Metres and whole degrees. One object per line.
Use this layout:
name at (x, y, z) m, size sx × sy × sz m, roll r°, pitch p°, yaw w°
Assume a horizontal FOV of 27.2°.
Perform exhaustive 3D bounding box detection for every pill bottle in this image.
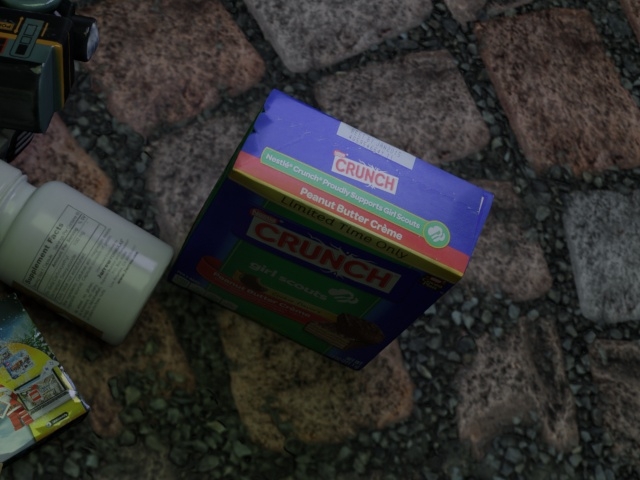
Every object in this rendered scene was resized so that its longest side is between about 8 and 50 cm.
pill bottle at (-0.291, 0.008, 1.476) m, size 0.229 × 0.131 × 0.131 m, roll 31°, pitch 59°, yaw -4°

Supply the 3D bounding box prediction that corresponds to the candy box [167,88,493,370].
candy box at (0.000, 0.000, 1.481) m, size 0.268 × 0.317 × 0.122 m, roll 26°, pitch 60°, yaw -7°

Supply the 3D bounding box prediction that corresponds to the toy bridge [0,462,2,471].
toy bridge at (-0.357, 0.316, 1.343) m, size 0.026 × 0.063 × 0.188 m, roll 13°, pitch 80°, yaw -15°

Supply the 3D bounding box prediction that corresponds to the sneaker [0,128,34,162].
sneaker at (-0.439, -0.105, 1.511) m, size 0.132 × 0.086 × 0.229 m, roll 34°, pitch 49°, yaw 3°

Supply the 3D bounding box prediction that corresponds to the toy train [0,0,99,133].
toy train at (-0.423, -0.228, 1.481) m, size 0.334 × 0.142 × 0.190 m, roll 10°, pitch 45°, yaw -2°

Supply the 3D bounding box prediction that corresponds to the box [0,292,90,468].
box at (-0.387, 0.179, 1.409) m, size 0.233 × 0.044 × 0.159 m, roll -30°, pitch 79°, yaw -29°

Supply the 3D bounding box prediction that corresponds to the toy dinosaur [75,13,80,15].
toy dinosaur at (-0.392, -0.279, 1.632) m, size 0.183 × 0.053 × 0.093 m, roll -18°, pitch 88°, yaw -19°
